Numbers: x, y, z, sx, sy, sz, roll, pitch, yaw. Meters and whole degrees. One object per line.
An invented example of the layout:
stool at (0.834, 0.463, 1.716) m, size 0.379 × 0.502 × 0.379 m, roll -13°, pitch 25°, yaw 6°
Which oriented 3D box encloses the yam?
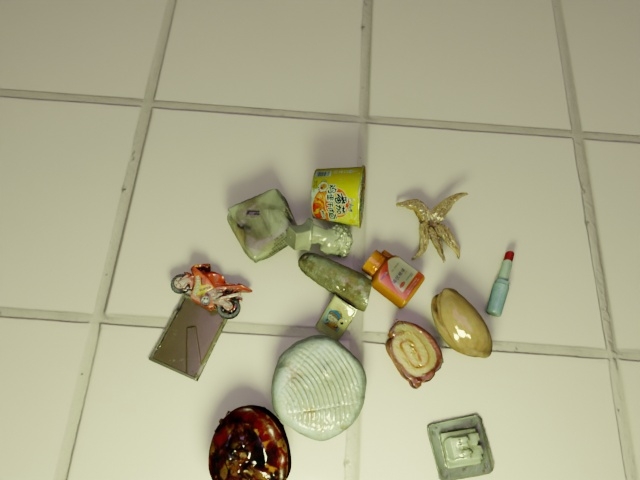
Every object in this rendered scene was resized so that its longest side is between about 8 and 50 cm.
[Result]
yam at (0.058, 0.148, 1.864) m, size 0.330 × 0.133 × 0.133 m, roll 27°, pitch 70°, yaw 15°

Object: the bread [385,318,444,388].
bread at (0.339, 0.405, 1.772) m, size 0.190 × 0.123 × 0.244 m, roll -30°, pitch 73°, yaw -14°

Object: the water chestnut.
water chestnut at (-0.241, 0.693, 1.548) m, size 0.299 × 0.300 × 0.300 m, roll 1°, pitch 69°, yaw -2°

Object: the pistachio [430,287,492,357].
pistachio at (0.532, 0.318, 1.795) m, size 0.181 × 0.162 × 0.293 m, roll -25°, pitch 70°, yaw -39°

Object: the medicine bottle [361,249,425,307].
medicine bottle at (0.278, 0.142, 1.876) m, size 0.222 × 0.112 × 0.149 m, roll 37°, pitch 71°, yaw 11°

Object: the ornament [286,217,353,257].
ornament at (-0.001, -0.015, 1.877) m, size 0.285 × 0.130 × 0.120 m, roll 13°, pitch 23°, yaw -28°

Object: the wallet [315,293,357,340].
wallet at (0.061, 0.293, 1.807) m, size 0.110 × 0.039 × 0.155 m, roll 33°, pitch 108°, yaw 10°

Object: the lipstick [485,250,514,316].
lipstick at (0.725, 0.168, 1.906) m, size 0.061 × 0.068 × 0.274 m, roll 20°, pitch 71°, yaw 9°

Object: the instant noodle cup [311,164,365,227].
instant noodle cup at (0.074, -0.181, 1.932) m, size 0.200 × 0.264 × 0.265 m, roll 4°, pitch 68°, yaw 8°

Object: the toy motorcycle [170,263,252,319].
toy motorcycle at (-0.425, 0.184, 1.843) m, size 0.298 × 0.089 × 0.171 m, roll 26°, pitch 59°, yaw 6°

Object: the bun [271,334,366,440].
bun at (-0.013, 0.517, 1.677) m, size 0.354 × 0.194 × 0.355 m, roll 2°, pitch 68°, yaw -5°

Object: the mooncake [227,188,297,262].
mooncake at (-0.223, -0.057, 1.924) m, size 0.254 × 0.136 × 0.250 m, roll -26°, pitch 75°, yaw -10°

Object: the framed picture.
framed picture at (-0.493, 0.364, 1.812) m, size 0.208 × 0.019 × 0.281 m, roll 23°, pitch 70°, yaw 6°

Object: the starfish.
starfish at (0.485, -0.041, 1.973) m, size 0.301 × 0.084 × 0.294 m, roll -7°, pitch 73°, yaw -1°

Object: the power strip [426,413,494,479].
power strip at (0.499, 0.732, 1.681) m, size 0.213 × 0.064 × 0.198 m, roll -10°, pitch 68°, yaw -5°
